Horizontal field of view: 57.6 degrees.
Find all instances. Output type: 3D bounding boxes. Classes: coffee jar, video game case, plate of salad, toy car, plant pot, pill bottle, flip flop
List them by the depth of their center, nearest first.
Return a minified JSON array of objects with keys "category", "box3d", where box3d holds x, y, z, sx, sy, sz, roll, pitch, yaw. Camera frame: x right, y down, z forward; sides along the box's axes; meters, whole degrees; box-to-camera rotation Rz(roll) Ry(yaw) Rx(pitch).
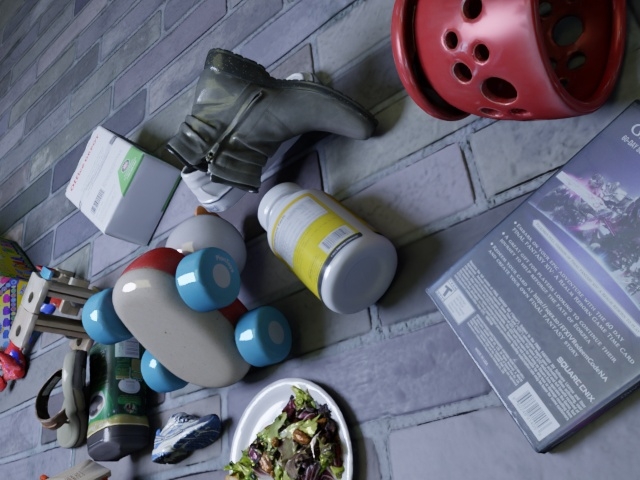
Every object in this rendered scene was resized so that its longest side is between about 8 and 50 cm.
[{"category":"video game case","box3d":[0.245,0.029,0.527,0.274,0.026,0.196,-45,49,19]},{"category":"plant pot","box3d":[0.176,-0.212,0.571,0.174,0.191,0.191,7,78,46]},{"category":"plate of salad","box3d":[-0.047,0.262,0.684,0.200,0.048,0.200,-18,61,37]},{"category":"pill bottle","box3d":[0.000,0.000,0.706,0.184,0.103,0.103,41,102,44]},{"category":"toy car","box3d":[-0.153,0.056,0.803,0.219,0.210,0.238,-21,32,31]},{"category":"coffee jar","box3d":[-0.316,0.246,0.912,0.096,0.079,0.184,-34,52,34]},{"category":"flip flop","box3d":[-0.426,0.263,0.955,0.277,0.080,0.112,122,140,-51]}]

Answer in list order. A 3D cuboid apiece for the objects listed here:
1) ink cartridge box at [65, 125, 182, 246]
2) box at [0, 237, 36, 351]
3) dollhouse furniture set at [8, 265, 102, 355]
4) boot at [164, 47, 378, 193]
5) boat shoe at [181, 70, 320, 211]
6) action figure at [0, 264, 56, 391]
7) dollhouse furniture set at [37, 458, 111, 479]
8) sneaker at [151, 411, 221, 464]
[{"category":"ink cartridge box","box3d":[-0.377,-0.108,1.098,0.219,0.092,0.160,31,95,45]},{"category":"box","box3d":[-0.820,0.087,1.295,0.290,0.279,0.177,30,94,45]},{"category":"dollhouse furniture set","box3d":[-0.518,0.127,1.108,0.184,0.129,0.129,16,85,44]},{"category":"boot","box3d":[-0.063,-0.131,0.755,0.083,0.246,0.161,129,160,-86]},{"category":"boat shoe","box3d":[-0.093,-0.159,0.823,0.095,0.084,0.258,17,65,42]},{"category":"action figure","box3d":[-0.653,0.185,1.210,0.091,0.139,0.280,26,94,46]},{"category":"dollhouse furniture set","box3d":[-0.350,0.465,0.816,0.262,0.135,0.259,0,100,42]},{"category":"sneaker","box3d":[-0.192,0.264,0.814,0.135,0.052,0.058,-35,49,27]}]
